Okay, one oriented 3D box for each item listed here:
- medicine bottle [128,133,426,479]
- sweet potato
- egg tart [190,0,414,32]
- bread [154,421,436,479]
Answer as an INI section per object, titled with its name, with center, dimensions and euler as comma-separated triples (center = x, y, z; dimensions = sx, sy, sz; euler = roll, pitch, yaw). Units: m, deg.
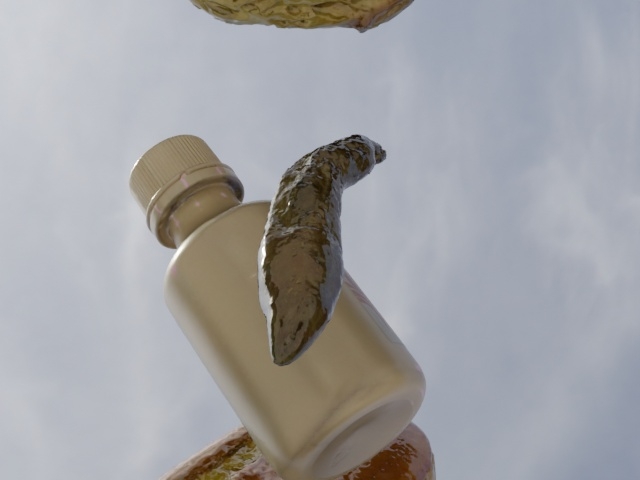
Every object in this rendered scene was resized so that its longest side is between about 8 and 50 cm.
[medicine bottle]
center = -0.043, 0.035, 0.738
dimensions = 0.114, 0.114, 0.252
euler = -37, -116, -3
[sweet potato]
center = -0.003, -0.005, 0.476
dimensions = 0.038, 0.041, 0.153
euler = -21, -150, 33
[egg tart]
center = -0.028, -0.334, 0.952
dimensions = 0.341, 0.129, 0.341
euler = 0, -93, 1
[bread]
center = -0.036, 0.225, 0.817
dimensions = 0.204, 0.288, 0.156
euler = 3, -69, 43
